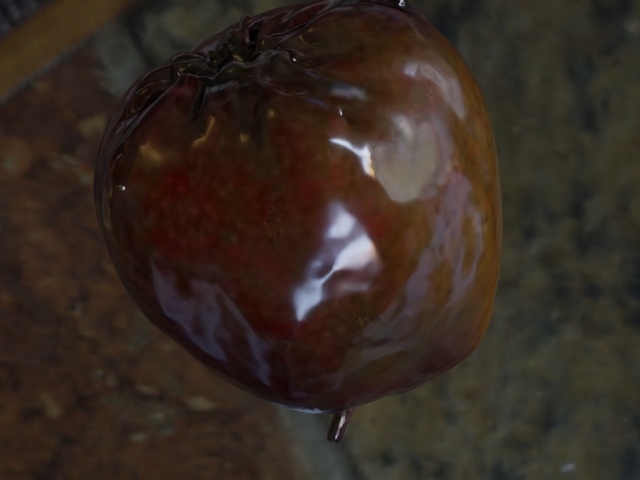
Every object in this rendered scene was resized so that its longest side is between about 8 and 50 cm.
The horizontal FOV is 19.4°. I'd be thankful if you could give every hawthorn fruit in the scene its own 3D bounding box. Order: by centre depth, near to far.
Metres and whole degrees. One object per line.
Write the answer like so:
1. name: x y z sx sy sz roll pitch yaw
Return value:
1. hawthorn fruit: -0.003 -0.019 1.383 0.308 0.308 0.325 -40 100 13
